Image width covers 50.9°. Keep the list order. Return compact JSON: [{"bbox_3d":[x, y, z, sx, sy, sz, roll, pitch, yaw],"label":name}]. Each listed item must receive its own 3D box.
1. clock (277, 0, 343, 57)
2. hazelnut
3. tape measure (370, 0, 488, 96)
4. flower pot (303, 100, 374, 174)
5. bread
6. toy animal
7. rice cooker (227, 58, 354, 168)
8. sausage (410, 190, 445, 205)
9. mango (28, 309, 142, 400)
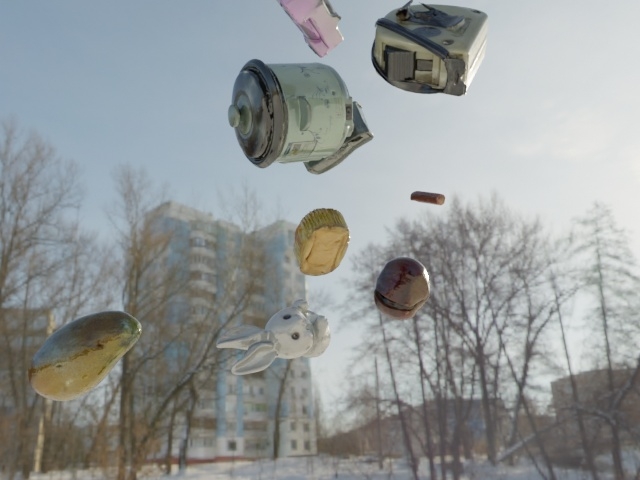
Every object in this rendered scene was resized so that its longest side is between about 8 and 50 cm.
[{"bbox_3d":[-0.057,-0.539,1.460,0.090,0.247,0.227,-37,-18,7],"label":"clock"},{"bbox_3d":[0.262,0.149,2.152,0.178,0.178,0.203,1,-61,-11],"label":"hazelnut"},{"bbox_3d":[0.204,-0.392,1.348,0.232,0.271,0.132,11,-48,17],"label":"tape measure"},{"bbox_3d":[0.042,-0.292,1.942,0.229,0.108,0.103,-32,-17,27],"label":"flower pot"},{"bbox_3d":[0.000,0.000,1.808,0.132,0.114,0.190,2,-51,-23],"label":"bread"},{"bbox_3d":[-0.080,0.182,1.283,0.221,0.103,0.131,-3,-38,-52],"label":"toy animal"},{"bbox_3d":[-0.088,-0.319,1.682,0.317,0.264,0.316,1,17,0],"label":"rice cooker"},{"bbox_3d":[0.288,-0.114,1.800,0.035,0.030,0.147,14,2,-26],"label":"sausage"},{"bbox_3d":[-0.564,0.267,1.616,0.316,0.192,0.146,-33,-48,12],"label":"mango"}]
